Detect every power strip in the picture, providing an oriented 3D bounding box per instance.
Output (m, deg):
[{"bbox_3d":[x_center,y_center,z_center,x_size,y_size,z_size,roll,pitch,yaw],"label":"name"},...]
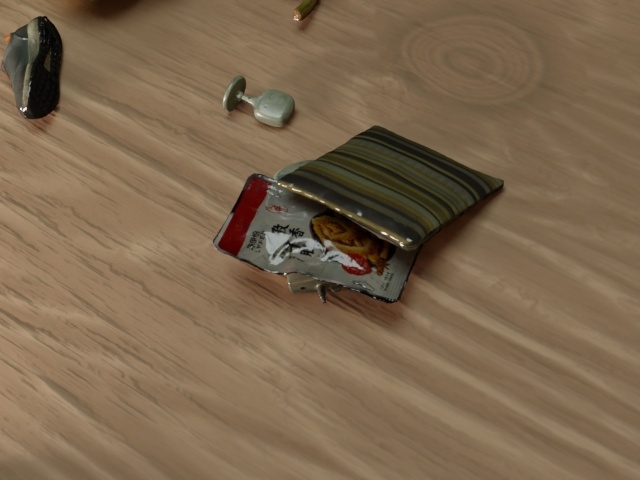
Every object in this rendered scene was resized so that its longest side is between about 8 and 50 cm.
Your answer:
[{"bbox_3d":[-0.011,-0.014,1.737,0.080,0.029,0.227,-12,53,3],"label":"power strip"}]

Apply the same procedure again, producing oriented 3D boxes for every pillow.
[{"bbox_3d":[0.091,-0.071,1.716,0.208,0.052,0.212,26,40,29],"label":"pillow"}]

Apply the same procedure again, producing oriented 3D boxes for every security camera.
[{"bbox_3d":[-0.082,-0.186,1.876,0.092,0.058,0.058,26,62,13],"label":"security camera"}]

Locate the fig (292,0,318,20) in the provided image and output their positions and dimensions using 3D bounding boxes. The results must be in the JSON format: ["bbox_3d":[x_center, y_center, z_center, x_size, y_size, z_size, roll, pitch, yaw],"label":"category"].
[{"bbox_3d":[-0.016,-0.439,2.002,0.175,0.207,0.175,-11,15,3],"label":"fig"}]

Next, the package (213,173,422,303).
[{"bbox_3d":[0.000,0.000,1.674,0.239,0.030,0.154,16,42,9],"label":"package"}]

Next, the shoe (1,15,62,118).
[{"bbox_3d":[-0.424,-0.242,1.974,0.077,0.074,0.194,-15,49,15],"label":"shoe"}]
